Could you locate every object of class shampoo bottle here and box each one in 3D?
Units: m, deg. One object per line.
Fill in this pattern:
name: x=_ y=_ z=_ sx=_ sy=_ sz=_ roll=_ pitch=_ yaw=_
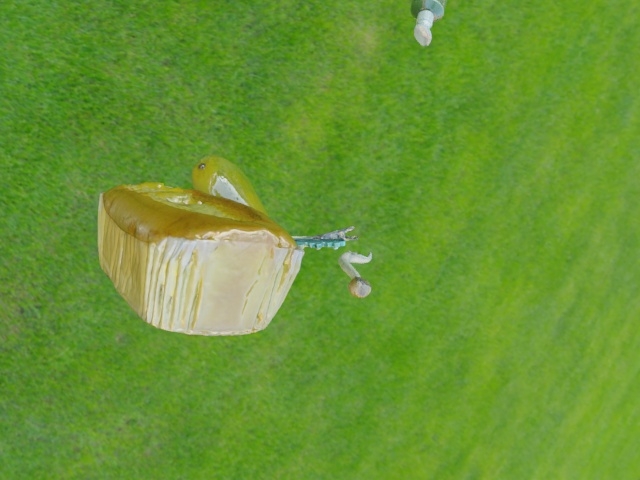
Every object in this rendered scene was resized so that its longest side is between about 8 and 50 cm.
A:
shampoo bottle: x=0.198 y=-0.440 z=1.249 sx=0.065 sy=0.065 sz=0.204 roll=46 pitch=52 yaw=-47

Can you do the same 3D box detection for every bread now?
bread: x=-0.145 y=0.008 z=0.766 sx=0.152 sy=0.288 sz=0.119 roll=6 pitch=100 yaw=-31

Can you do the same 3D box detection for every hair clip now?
hair clip: x=0.000 y=0.001 z=1.599 sx=0.049 sy=0.173 sz=0.049 roll=-6 pitch=90 yaw=-79

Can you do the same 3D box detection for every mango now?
mango: x=-0.142 y=-0.062 z=1.194 sx=0.085 sy=0.122 sz=0.191 roll=-39 pitch=105 yaw=3

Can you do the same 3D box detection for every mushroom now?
mushroom: x=0.070 y=0.051 z=1.385 sx=0.043 sy=0.306 sz=0.068 roll=-41 pitch=97 yaw=11
